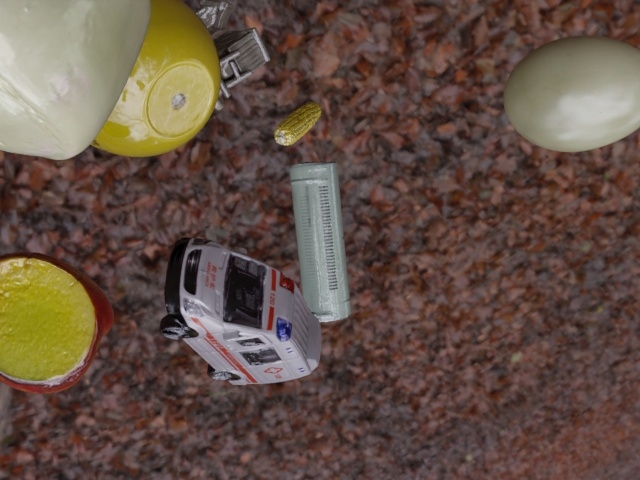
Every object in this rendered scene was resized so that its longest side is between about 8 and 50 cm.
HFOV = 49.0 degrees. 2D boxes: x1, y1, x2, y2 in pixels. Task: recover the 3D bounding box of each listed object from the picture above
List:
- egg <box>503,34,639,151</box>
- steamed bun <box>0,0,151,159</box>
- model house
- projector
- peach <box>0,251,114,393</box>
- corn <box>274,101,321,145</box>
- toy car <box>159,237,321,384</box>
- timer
[{"bbox_3d":[0.422,-0.237,1.141,0.241,0.186,0.186,1,148,15],"label":"egg"},{"bbox_3d":[-0.246,-0.185,0.567,0.154,0.200,0.250,4,156,29],"label":"steamed bun"},{"bbox_3d":[-0.231,-0.448,1.641,0.188,0.122,0.229,-32,112,-2],"label":"model house"},{"bbox_3d":[0.000,0.000,1.511,0.108,0.338,0.108,-6,-176,0],"label":"projector"},{"bbox_3d":[-0.551,0.153,1.329,0.274,0.249,0.245,40,135,-16],"label":"peach"},{"bbox_3d":[-0.060,-0.316,1.897,0.206,0.067,0.067,-49,167,-47],"label":"corn"},{"bbox_3d":[-0.070,0.070,0.658,0.108,0.089,0.210,-1,151,13],"label":"toy car"},{"bbox_3d":[-0.400,-0.357,1.424,0.376,0.387,0.376,-36,143,-33],"label":"timer"}]
